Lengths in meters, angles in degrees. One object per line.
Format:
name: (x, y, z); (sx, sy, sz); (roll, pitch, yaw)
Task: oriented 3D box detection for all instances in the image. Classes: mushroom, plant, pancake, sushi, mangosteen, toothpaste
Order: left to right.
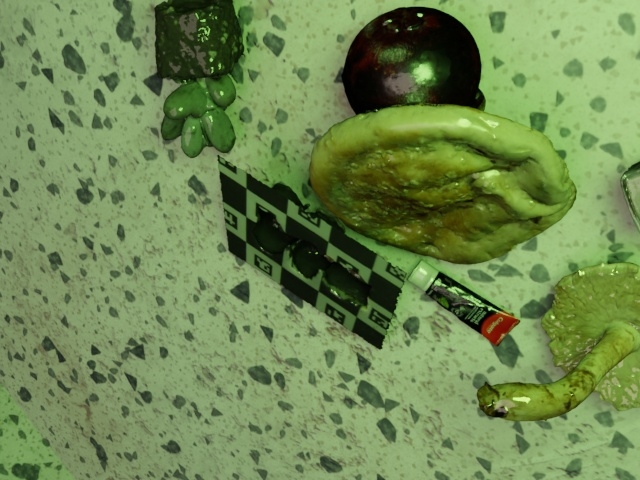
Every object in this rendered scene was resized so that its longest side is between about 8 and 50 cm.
plant: (-0.208, -0.278, 1.177); (0.146, 0.149, 0.275); (21, 125, 23)
sushi: (0.000, 0.000, 1.213); (0.373, 0.100, 0.296); (32, 150, 16)
mangosteen: (0.131, -0.228, 0.963); (0.209, 0.210, 0.210); (14, 119, 26)
pancake: (0.167, -0.069, 0.983); (0.386, 0.082, 0.387); (11, 155, 5)
toothpaste: (0.240, 0.102, 1.149); (0.193, 0.045, 0.071); (36, 127, 5)
mushroom: (0.391, 0.191, 0.954); (0.233, 0.302, 0.208); (25, 158, 35)

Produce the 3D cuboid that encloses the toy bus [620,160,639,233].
toy bus: (0.535, -0.098, 0.808); (0.316, 0.138, 0.113); (-17, 97, 38)
